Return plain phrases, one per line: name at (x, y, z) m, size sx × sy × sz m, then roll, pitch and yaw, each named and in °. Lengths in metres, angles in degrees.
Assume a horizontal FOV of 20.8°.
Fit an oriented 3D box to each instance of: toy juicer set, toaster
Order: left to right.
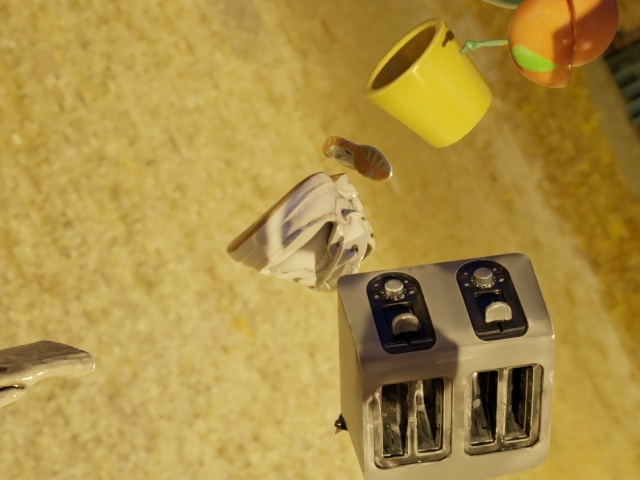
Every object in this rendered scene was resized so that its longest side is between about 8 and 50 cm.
toaster at (0.100, 0.114, 1.452) m, size 0.110 × 0.168 × 0.185 m, roll -105°, pitch -169°, yaw -53°
toy juicer set at (0.163, -0.213, 1.109) m, size 0.089 × 0.209 × 0.329 m, roll 44°, pitch 59°, yaw -18°

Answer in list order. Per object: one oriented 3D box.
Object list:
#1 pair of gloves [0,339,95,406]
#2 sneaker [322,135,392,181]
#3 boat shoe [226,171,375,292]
pair of gloves at (-0.333, 0.108, 1.439) m, size 0.204 × 0.240 × 0.042 m, roll -12°, pitch 107°, yaw -57°
sneaker at (0.043, -0.083, 1.772) m, size 0.083 × 0.032 × 0.037 m, roll 30°, pitch 4°, yaw 29°
boat shoe at (0.000, 0.000, 1.572) m, size 0.096 × 0.098 × 0.277 m, roll 53°, pitch 18°, yaw 4°
